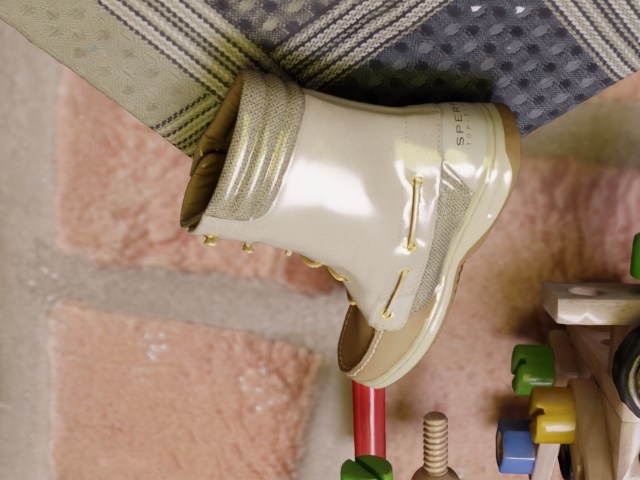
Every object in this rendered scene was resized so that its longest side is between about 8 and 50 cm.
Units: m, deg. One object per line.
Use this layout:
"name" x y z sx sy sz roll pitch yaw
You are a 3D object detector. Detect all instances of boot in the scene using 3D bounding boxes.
"boot" 0.000 0.000 0.610 0.165 0.077 0.213 6 133 -18

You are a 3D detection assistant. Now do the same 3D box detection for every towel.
"towel" 0.025 -0.147 0.541 0.312 0.056 0.324 -31 136 25

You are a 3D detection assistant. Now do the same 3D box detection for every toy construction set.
"toy construction set" 0.152 0.091 0.678 0.309 0.257 0.237 6 111 26
